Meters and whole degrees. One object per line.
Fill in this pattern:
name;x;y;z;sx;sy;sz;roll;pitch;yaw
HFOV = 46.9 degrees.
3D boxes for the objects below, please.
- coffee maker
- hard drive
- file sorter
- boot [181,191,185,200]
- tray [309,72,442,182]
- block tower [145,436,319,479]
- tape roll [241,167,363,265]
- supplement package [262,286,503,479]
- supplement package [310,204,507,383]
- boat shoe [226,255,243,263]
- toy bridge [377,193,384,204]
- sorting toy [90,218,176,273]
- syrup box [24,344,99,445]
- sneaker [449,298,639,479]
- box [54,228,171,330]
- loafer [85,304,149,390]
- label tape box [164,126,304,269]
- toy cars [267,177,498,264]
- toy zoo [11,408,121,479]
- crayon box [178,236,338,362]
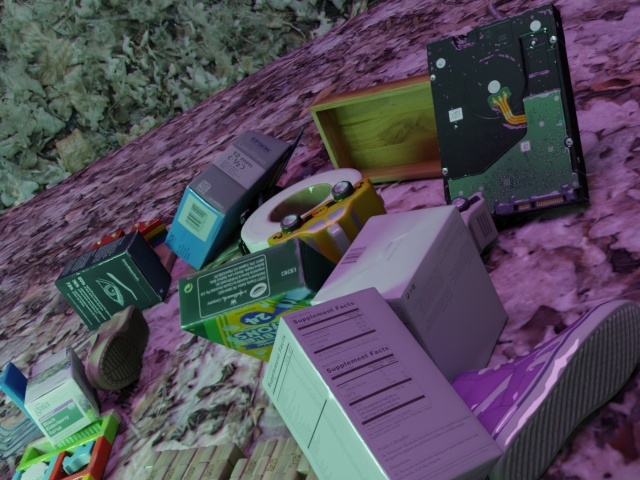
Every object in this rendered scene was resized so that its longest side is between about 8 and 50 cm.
coffee maker;-0.088;-0.035;1.602;0.171;0.120;0.178;-10;29;3
hard drive;0.318;-0.210;1.277;0.237;0.338;0.064;-12;-12;33
file sorter;-0.604;0.328;1.423;0.104;0.118;0.170;-39;15;-11
boot;-0.329;-0.068;1.930;0.237;0.085;0.178;2;41;45
tray;0.179;-0.235;1.560;0.411;0.202;0.076;-1;31;45
block tower;-0.090;0.323;0.957;0.336;0.090;0.097;-14;29;30
tape roll;0.000;0.000;1.349;0.246;0.169;0.246;-24;22;10
supplement package;0.057;0.193;0.822;0.134;0.139;0.244;-15;52;-30
supplement package;0.129;0.094;1.015;0.149;0.203;0.194;-7;33;40
boat shoe;-0.206;0.090;1.565;0.133;0.049;0.042;-51;4;-25
toy bridge;0.048;-0.066;1.599;0.188;0.026;0.063;-3;38;44
sorting toy;-0.494;0.042;1.897;0.256;0.089;0.257;-23;26;14
syrup box;-0.485;0.285;1.388;0.093;0.096;0.237;-32;17;-14
sneaker;0.253;0.158;0.893;0.282;0.102;0.161;-38;24;-17
box;-0.478;0.093;1.714;0.207;0.153;0.108;-22;26;14
loafer;-0.416;0.225;1.479;0.092;0.101;0.268;-27;16;10
label tape box;-0.198;-0.125;1.732;0.347;0.115;0.249;-53;-1;-38
toy cars;0.118;0.001;1.158;0.394;0.176;0.087;5;23;-23
toy zoo;-0.451;0.419;1.228;0.193;0.030;0.293;-24;26;12
crayon box;-0.039;0.112;1.136;0.203;0.323;0.083;-20;63;21
